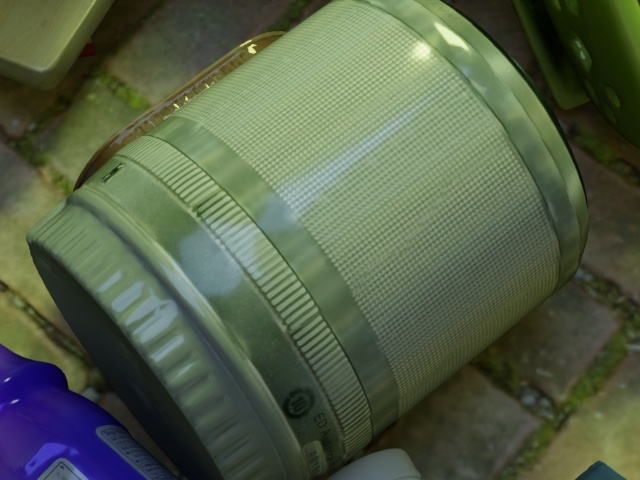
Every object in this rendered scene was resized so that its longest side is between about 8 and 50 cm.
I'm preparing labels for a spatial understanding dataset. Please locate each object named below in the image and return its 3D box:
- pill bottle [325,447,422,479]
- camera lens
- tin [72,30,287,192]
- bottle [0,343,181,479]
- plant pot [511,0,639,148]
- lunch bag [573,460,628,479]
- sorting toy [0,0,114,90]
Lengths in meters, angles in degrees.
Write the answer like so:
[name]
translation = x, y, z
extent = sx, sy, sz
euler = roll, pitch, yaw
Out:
[pill bottle]
translation = 0.052, 0.192, 0.903
extent = 0.078, 0.078, 0.137
euler = -24, 63, -9
[camera lens]
translation = 0.000, 0.000, 0.930
extent = 0.274, 0.219, 0.219
euler = -37, 66, -16
[tin]
translation = -0.075, -0.061, 1.032
extent = 0.190, 0.106, 0.040
euler = -38, 62, -15
[bottle]
translation = -0.134, 0.149, 0.915
extent = 0.283, 0.118, 0.092
euler = 38, 77, 20
[plant pot]
translation = 0.227, -0.203, 1.006
extent = 0.228, 0.207, 0.227
euler = -29, 108, -11
[lunch bag]
translation = 0.161, 0.176, 0.901
extent = 0.065, 0.067, 0.098
euler = -35, 32, -16
[sorting toy]
translation = -0.232, -0.232, 1.146
extent = 0.255, 0.089, 0.257
euler = 22, 64, 15
